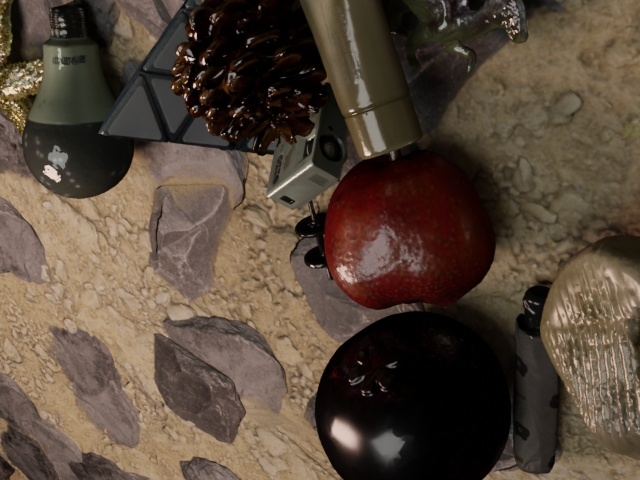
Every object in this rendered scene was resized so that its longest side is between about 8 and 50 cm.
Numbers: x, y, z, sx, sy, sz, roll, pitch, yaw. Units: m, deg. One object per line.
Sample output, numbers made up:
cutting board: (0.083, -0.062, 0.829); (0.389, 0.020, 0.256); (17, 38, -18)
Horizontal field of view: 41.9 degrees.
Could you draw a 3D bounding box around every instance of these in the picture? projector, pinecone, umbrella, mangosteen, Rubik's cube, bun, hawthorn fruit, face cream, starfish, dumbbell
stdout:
projector: (-0.011, -0.130, 1.168); (0.061, 0.147, 0.115); (26, 144, -26)
pinecone: (-0.078, -0.219, 1.086); (0.221, 0.221, 0.221); (20, 131, 24)
umbrella: (0.317, 0.210, 1.228); (0.067, 0.073, 0.337); (-9, 124, -1)
mangosteen: (0.140, 0.267, 1.247); (0.297, 0.297, 0.313); (4, 120, 35)
Rubik's cube: (-0.191, -0.235, 1.230); (0.233, 0.229, 0.228); (60, -166, -69)
bun: (0.406, 0.123, 1.003); (0.281, 0.205, 0.281); (174, 90, -67)
hawthorn fruit: (0.111, -0.033, 1.105); (0.230, 0.210, 0.266); (3, 120, 22)
face cream: (0.027, -0.267, 0.981); (0.137, 0.084, 0.341); (-9, 104, 55)
starfish: (-0.582, -0.310, 1.517); (0.347, 0.078, 0.358); (27, 134, 22)
dumbbell: (0.000, 0.000, 1.310); (0.069, 0.069, 0.147); (5, 123, 34)

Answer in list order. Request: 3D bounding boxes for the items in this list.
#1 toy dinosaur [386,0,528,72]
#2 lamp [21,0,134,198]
toy dinosaur: (0.116, -0.297, 0.997); (0.294, 0.077, 0.162); (32, 134, 12)
lamp: (-0.424, -0.220, 1.384); (0.182, 0.182, 0.314); (3, 120, 35)
